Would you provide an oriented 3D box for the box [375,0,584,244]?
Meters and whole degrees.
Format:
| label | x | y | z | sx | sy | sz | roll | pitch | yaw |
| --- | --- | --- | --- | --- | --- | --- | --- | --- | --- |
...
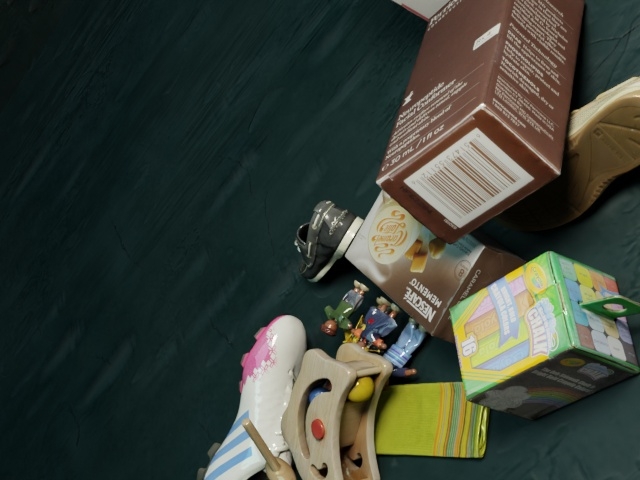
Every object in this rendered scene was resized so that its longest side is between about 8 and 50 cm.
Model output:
| label | x | y | z | sx | sy | sz | roll | pitch | yaw |
| --- | --- | --- | --- | --- | --- | --- | --- | --- | --- |
| box | 0.216 | -0.198 | 1.382 | 0.191 | 0.143 | 0.381 | -36 | 22 | 40 |

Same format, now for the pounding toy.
| label | x | y | z | sx | sy | sz | roll | pitch | yaw |
| --- | --- | --- | --- | --- | --- | --- | --- | --- | --- |
| pounding toy | -0.006 | 0.276 | 1.491 | 0.154 | 0.155 | 0.269 | 46 | 129 | 39 |

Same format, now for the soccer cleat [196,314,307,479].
| label | x | y | z | sx | sy | sz | roll | pitch | yaw |
| --- | --- | --- | --- | --- | --- | --- | --- | --- | --- |
| soccer cleat | -0.073 | 0.285 | 1.670 | 0.143 | 0.116 | 0.331 | 26 | 96 | 38 |

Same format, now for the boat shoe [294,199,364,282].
| label | x | y | z | sx | sy | sz | roll | pitch | yaw |
| --- | --- | --- | --- | --- | --- | --- | --- | --- | --- |
| boat shoe | 0.000 | 0.000 | 1.670 | 0.084 | 0.079 | 0.233 | -62 | 3 | -23 |

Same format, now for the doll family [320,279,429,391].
| label | x | y | z | sx | sy | sz | roll | pitch | yaw |
| --- | --- | --- | --- | --- | --- | --- | --- | --- | --- |
| doll family | 0.074 | 0.142 | 1.559 | 0.111 | 0.076 | 0.193 | -51 | 31 | -6 |

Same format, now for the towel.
| label | x | y | z | sx | sy | sz | roll | pitch | yaw |
| --- | --- | --- | --- | --- | --- | --- | --- | --- | --- |
| towel | 0.138 | 0.245 | 1.472 | 0.237 | 0.021 | 0.102 | -12 | 63 | 50 |

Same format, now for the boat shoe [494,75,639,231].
| label | x | y | z | sx | sy | sz | roll | pitch | yaw |
| --- | --- | --- | --- | --- | --- | --- | --- | --- | --- |
| boat shoe | 0.327 | -0.110 | 1.351 | 0.302 | 0.109 | 0.098 | -40 | 8 | 47 |

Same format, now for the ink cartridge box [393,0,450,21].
| label | x | y | z | sx | sy | sz | roll | pitch | yaw |
| --- | --- | --- | --- | --- | --- | --- | --- | --- | --- |
| ink cartridge box | 0.178 | -0.533 | 1.593 | 0.160 | 0.279 | 0.384 | -25 | 54 | 46 |

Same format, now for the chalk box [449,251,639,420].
| label | x | y | z | sx | sy | sz | roll | pitch | yaw |
| --- | --- | --- | --- | --- | --- | --- | --- | --- | --- |
| chalk box | 0.279 | 0.105 | 1.265 | 0.213 | 0.132 | 0.132 | -35 | 48 | 36 |

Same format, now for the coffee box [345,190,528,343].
| label | x | y | z | sx | sy | sz | roll | pitch | yaw |
| --- | --- | --- | --- | --- | --- | --- | --- | --- | --- |
| coffee box | 0.157 | 0.029 | 1.489 | 0.141 | 0.098 | 0.246 | -61 | 36 | 11 |
